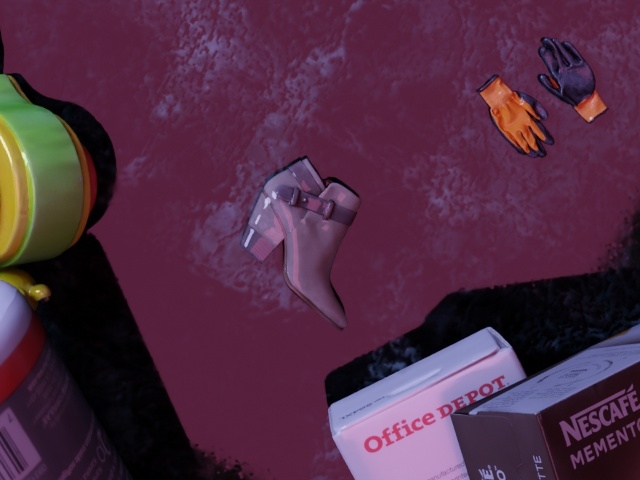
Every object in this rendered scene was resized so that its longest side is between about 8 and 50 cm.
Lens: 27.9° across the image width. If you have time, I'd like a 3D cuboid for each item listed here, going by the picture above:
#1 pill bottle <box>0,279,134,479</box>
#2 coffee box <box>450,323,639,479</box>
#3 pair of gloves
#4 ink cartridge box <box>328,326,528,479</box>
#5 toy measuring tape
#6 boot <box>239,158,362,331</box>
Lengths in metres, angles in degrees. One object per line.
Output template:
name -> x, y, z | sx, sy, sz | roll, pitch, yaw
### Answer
pill bottle -> -0.218, 0.226, 0.895 | 0.210, 0.210, 0.363 | -24, 112, 2
coffee box -> 0.229, 0.141, 0.913 | 0.246, 0.098, 0.141 | -19, 94, -31
pair of gloves -> 0.170, -0.108, 0.978 | 0.083, 0.010, 0.074 | -36, 98, 3
ink cartridge box -> 0.115, 0.189, 0.982 | 0.148, 0.086, 0.203 | -26, 98, 1
toy measuring tape -> -0.220, -0.101, 0.911 | 0.121, 0.121, 0.330 | -2, 99, -2
boot -> 0.000, 0.000, 0.976 | 0.118, 0.042, 0.087 | 42, 87, -14
